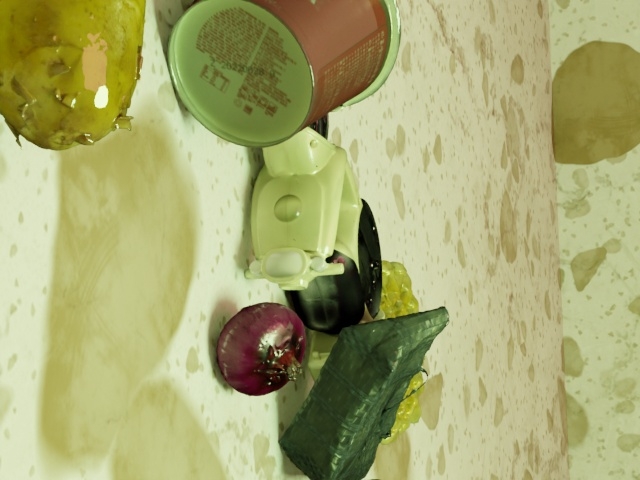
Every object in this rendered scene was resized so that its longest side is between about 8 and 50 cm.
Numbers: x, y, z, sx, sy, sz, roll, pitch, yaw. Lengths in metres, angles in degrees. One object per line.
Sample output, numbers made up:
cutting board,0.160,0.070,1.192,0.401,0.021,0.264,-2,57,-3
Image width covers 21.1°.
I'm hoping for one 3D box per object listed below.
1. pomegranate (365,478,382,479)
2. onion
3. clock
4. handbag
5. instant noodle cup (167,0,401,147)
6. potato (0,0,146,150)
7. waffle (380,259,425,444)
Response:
pomegranate,0.060,0.370,2.237,0.130,0.130,0.130,-3,90,-70
onion,-0.063,0.127,1.961,0.115,0.104,0.115,-33,141,-32
clock,0.000,0.000,2.141,0.379,0.120,0.276,65,26,-46
handbag,0.061,0.200,2.137,0.175,0.088,0.270,-2,125,-56
instant noodle cup,-0.048,-0.220,1.905,0.178,0.234,0.235,-48,132,-51
potato,-0.229,-0.221,1.512,0.173,0.140,0.300,24,59,-60
waffle,0.096,0.159,2.456,0.250,0.056,0.261,3,82,-71
